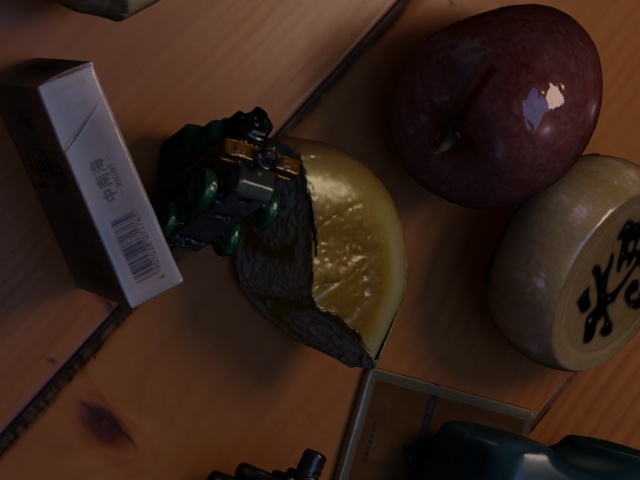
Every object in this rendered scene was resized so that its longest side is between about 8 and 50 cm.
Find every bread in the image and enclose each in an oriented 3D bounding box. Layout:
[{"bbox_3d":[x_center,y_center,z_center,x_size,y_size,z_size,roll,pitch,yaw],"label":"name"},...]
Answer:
[{"bbox_3d":[0.007,0.010,1.962,0.156,0.158,0.260,-11,101,-37],"label":"bread"}]

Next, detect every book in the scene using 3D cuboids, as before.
[{"bbox_3d":[0.132,0.254,2.128,0.242,0.018,0.170,17,88,-29],"label":"book"}]

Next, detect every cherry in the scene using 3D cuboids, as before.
[{"bbox_3d":[0.191,-0.144,1.984,0.285,0.236,0.212,-43,124,-47],"label":"cherry"}]

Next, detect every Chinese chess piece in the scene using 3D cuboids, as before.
[{"bbox_3d":[0.304,0.026,2.090,0.257,0.104,0.257,-29,136,-33],"label":"Chinese chess piece"}]

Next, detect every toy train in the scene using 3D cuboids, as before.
[{"bbox_3d":[-0.107,-0.066,1.862,0.091,0.228,0.136,16,59,-29],"label":"toy train"}]

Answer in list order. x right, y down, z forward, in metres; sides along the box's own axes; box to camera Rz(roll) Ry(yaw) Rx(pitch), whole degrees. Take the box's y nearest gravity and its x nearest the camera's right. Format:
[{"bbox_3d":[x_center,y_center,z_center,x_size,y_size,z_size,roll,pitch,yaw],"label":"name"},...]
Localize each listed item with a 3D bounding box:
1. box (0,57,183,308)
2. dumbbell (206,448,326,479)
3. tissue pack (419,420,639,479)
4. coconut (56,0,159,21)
[{"bbox_3d":[-0.235,-0.061,1.811,0.067,0.155,0.243,-30,108,-23],"label":"box"},{"bbox_3d":[-0.064,0.357,1.937,0.192,0.192,0.290,27,84,-29],"label":"dumbbell"},{"bbox_3d":[0.255,0.325,2.079,0.287,0.198,0.206,9,91,-33],"label":"tissue pack"},{"bbox_3d":[-0.188,-0.328,1.778,0.222,0.202,0.202,-36,112,-18],"label":"coconut"}]
